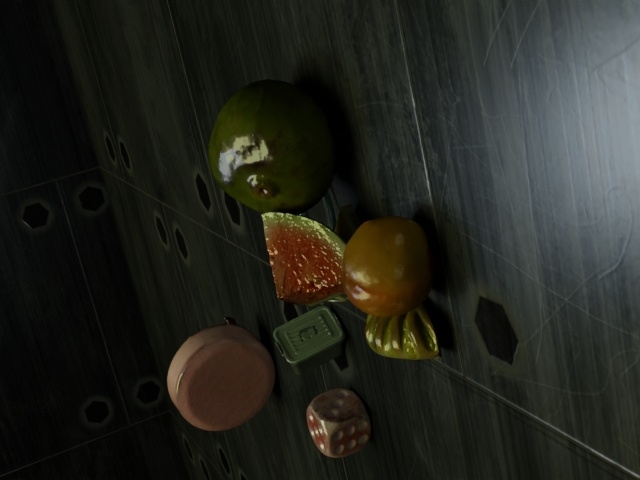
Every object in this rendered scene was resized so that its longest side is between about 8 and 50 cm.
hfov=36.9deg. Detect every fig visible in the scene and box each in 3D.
[{"bbox_3d":[-0.067,-0.158,1.487,0.203,0.203,0.225,94,-176,-47],"label":"fig"}]

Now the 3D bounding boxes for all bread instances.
[{"bbox_3d":[0.110,0.128,1.389,0.157,0.094,0.083,-110,0,-75],"label":"bread"}]

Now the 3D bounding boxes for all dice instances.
[{"bbox_3d":[0.033,0.332,1.753,0.091,0.093,0.094,46,149,49],"label":"dice"}]

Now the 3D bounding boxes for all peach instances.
[{"bbox_3d":[0.091,0.038,1.301,0.138,0.138,0.138,52,152,42],"label":"peach"}]

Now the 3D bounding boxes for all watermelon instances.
[{"bbox_3d":[0.004,0.033,1.450,0.137,0.145,0.193,-80,-33,-51],"label":"watermelon"}]

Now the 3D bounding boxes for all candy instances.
[{"bbox_3d":[-0.222,0.305,2.175,0.094,0.255,0.255,39,143,55],"label":"candy"}]

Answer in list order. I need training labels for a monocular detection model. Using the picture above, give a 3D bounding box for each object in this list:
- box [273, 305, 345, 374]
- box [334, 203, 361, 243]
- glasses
[{"bbox_3d":[-0.017,0.184,1.725,0.084,0.122,0.069,58,168,35],"label":"box"},{"bbox_3d":[0.062,0.030,1.480,0.087,0.023,0.155,109,143,-58],"label":"box"},{"bbox_3d":[-0.029,0.005,1.623,0.189,0.088,0.220,-169,64,-71],"label":"glasses"}]
